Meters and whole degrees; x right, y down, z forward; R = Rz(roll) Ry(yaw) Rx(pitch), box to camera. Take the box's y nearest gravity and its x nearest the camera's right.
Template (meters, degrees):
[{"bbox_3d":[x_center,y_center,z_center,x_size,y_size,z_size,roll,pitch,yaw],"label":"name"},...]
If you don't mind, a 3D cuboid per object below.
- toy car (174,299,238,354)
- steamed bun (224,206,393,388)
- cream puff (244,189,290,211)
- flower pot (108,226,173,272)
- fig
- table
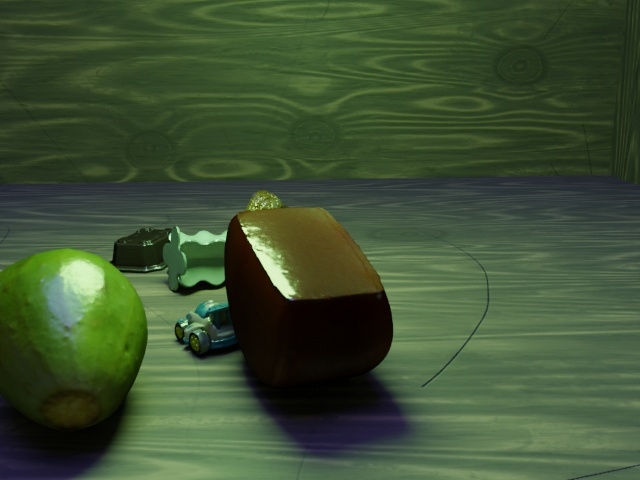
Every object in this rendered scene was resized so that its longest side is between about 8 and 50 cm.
[{"bbox_3d":[-0.224,0.156,1.234,0.126,0.098,0.162,-10,19,-38],"label":"toy car"},{"bbox_3d":[-0.038,0.109,1.083,0.235,0.248,0.379,-5,31,-23],"label":"steamed bun"},{"bbox_3d":[-0.144,-0.063,1.970,0.169,0.183,0.183,16,19,16],"label":"cream puff"},{"bbox_3d":[-0.516,0.020,1.811,0.179,0.084,0.251,1,15,11],"label":"flower pot"},{"bbox_3d":[-0.398,0.164,0.961,0.258,0.257,0.326,-9,35,-28],"label":"fig"},{"bbox_3d":[-0.288,0.044,1.584,0.199,0.166,0.167,-1,12,-33],"label":"table"}]
